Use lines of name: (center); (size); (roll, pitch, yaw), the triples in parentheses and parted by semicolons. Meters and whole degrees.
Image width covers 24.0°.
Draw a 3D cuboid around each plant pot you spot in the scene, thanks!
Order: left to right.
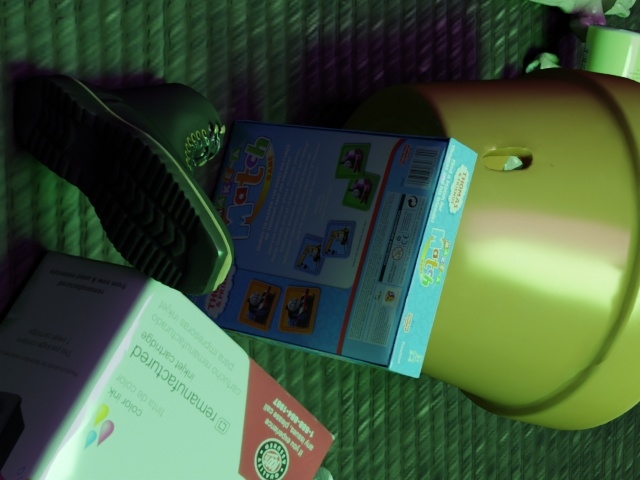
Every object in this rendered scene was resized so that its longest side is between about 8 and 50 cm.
plant pot: (0.127, -0.004, 1.175); (0.203, 0.291, 0.291); (9, 90, -31)

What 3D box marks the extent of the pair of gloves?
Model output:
pair of gloves: (0.235, -0.183, 1.410); (0.204, 0.042, 0.240); (-14, 112, -50)

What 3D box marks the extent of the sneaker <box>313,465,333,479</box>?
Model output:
sneaker: (-0.029, 0.251, 1.203); (0.061, 0.053, 0.152); (39, 74, -52)

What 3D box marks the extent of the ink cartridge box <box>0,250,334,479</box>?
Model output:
ink cartridge box: (-0.155, 0.195, 0.999); (0.226, 0.131, 0.306); (47, 62, -40)

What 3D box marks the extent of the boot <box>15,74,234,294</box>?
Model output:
boot: (-0.089, -0.049, 0.990); (0.137, 0.198, 0.077); (-10, 138, -48)

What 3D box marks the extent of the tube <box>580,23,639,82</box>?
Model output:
tube: (0.256, -0.077, 1.390); (0.070, 0.062, 0.240); (6, 103, -18)

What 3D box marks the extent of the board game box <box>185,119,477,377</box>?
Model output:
board game box: (0.000, 0.000, 1.069); (0.039, 0.211, 0.160); (22, 80, -47)
